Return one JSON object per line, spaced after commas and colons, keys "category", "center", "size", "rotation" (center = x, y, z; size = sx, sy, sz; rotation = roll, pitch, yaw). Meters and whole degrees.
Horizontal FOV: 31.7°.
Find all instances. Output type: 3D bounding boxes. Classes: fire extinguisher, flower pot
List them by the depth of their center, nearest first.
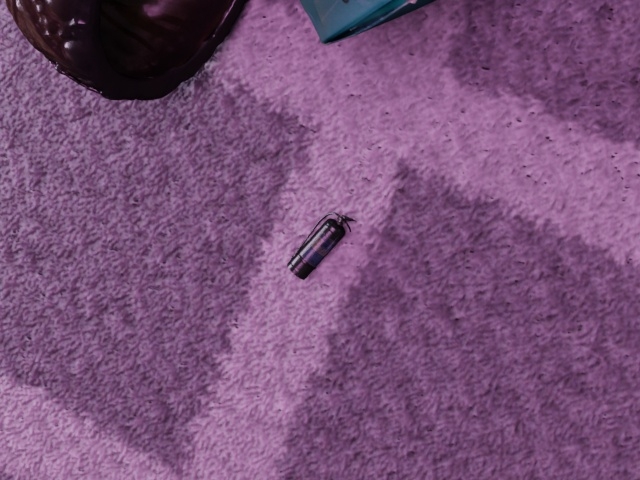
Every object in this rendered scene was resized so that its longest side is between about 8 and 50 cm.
{"category": "flower pot", "center": [-0.228, -0.304, 1.079], "size": [0.267, 0.266, 0.266], "rotation": [34, 102, 20]}
{"category": "fire extinguisher", "center": [0.000, 0.000, 1.147], "size": [0.083, 0.025, 0.038], "rotation": [-47, 58, 14]}

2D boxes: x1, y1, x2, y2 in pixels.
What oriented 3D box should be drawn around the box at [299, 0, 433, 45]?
{"category": "box", "center": [0.025, -0.347, 0.993], "size": [0.118, 0.205, 0.311], "rotation": [-25, 96, 48]}
